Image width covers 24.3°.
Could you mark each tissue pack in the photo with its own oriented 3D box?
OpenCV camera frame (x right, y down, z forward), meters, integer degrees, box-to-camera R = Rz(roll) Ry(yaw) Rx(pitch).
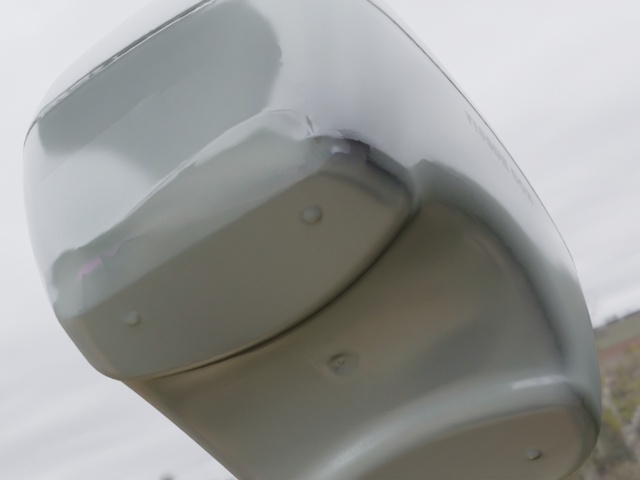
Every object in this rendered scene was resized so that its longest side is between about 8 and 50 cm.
[{"bbox_3d":[0.000,0.000,0.832,0.229,0.236,0.333,-30,-51,16],"label":"tissue pack"}]
